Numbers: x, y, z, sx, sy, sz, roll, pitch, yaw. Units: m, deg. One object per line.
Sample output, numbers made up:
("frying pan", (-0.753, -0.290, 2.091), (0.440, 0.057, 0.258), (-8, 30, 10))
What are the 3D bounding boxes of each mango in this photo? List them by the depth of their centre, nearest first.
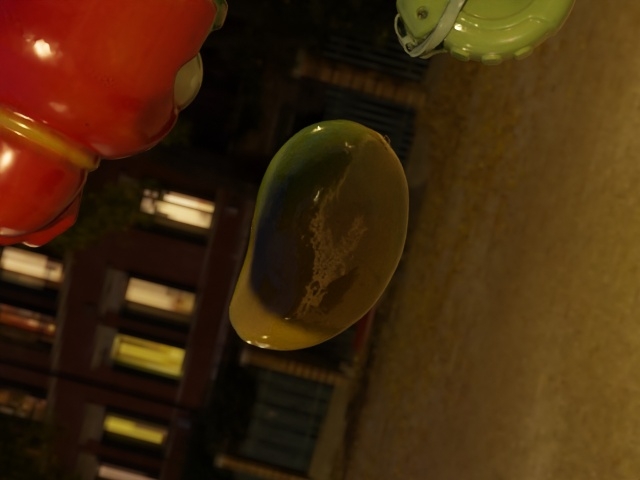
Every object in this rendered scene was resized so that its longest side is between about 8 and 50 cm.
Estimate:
("mango", (0.004, -0.001, 1.044), (0.085, 0.122, 0.191), (-127, 51, -81))

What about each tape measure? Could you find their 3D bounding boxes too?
("tape measure", (0.140, -0.226, 1.102), (0.087, 0.154, 0.178), (-2, -71, -86))

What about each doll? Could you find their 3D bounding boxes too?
("doll", (-0.149, -0.139, 0.806), (0.160, 0.182, 0.363), (28, -96, -47))
